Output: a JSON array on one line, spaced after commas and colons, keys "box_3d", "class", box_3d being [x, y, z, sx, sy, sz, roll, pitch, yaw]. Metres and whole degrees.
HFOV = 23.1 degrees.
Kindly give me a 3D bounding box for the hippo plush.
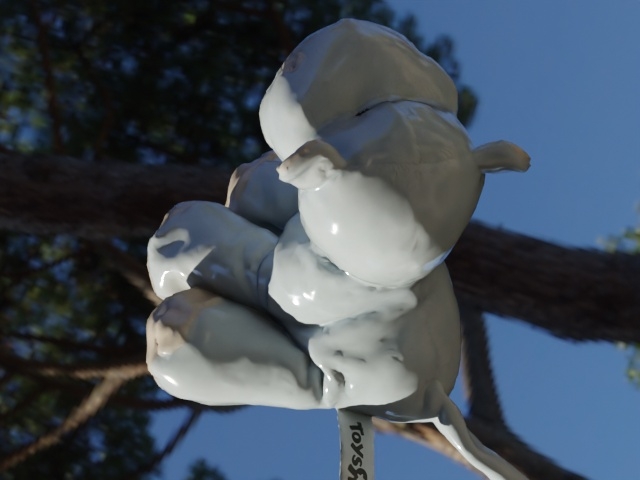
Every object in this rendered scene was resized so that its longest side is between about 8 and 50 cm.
[{"box_3d": [0.000, 0.000, 0.986, 0.234, 0.294, 0.236, -8, -38, -8], "class": "hippo plush"}]
